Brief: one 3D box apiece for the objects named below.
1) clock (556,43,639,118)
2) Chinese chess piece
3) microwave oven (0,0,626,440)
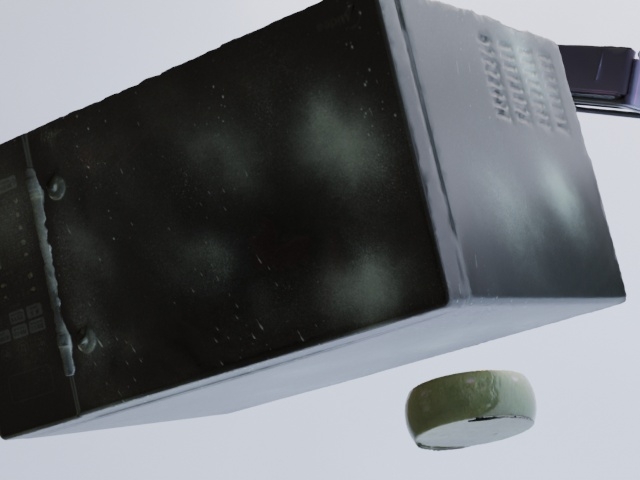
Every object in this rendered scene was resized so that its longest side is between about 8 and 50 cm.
[{"bbox_3d":[0.347,-0.203,1.930,0.193,0.144,0.073,11,-88,41],"label":"clock"},{"bbox_3d":[0.214,0.241,2.169,0.188,0.188,0.083,-35,-124,49],"label":"Chinese chess piece"},{"bbox_3d":[-0.023,-0.004,1.249,0.432,0.374,0.236,-18,-102,31],"label":"microwave oven"}]
